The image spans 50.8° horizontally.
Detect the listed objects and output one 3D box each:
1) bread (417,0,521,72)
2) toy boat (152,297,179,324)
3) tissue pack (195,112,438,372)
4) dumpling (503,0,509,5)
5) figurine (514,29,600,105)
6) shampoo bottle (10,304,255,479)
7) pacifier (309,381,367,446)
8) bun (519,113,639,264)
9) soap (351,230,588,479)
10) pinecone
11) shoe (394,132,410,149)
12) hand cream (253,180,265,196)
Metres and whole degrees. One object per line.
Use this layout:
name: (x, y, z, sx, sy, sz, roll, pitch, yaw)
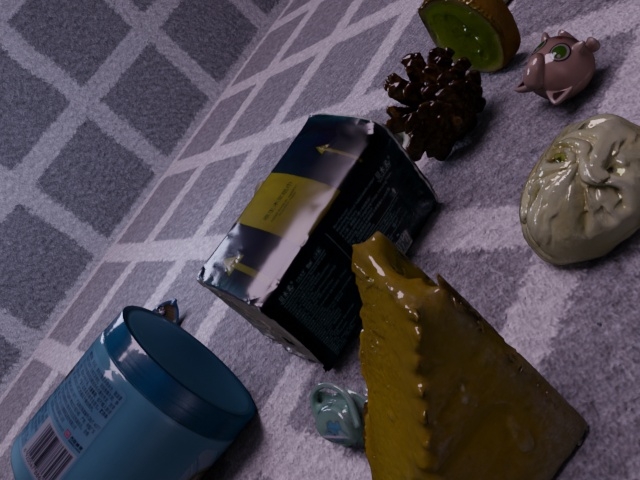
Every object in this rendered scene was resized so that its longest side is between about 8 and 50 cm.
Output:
bread: (0.324, -0.469, 1.478, 0.070, 0.236, 0.236, -51, 25, -13)
toy boat: (-0.454, 0.256, 1.865, 0.097, 0.100, 0.223, -29, 32, 53)
tissue pack: (0.000, 0.000, 1.289, 0.253, 0.264, 0.417, 15, 67, 48)
dumpling: (0.416, -0.622, 1.721, 0.332, 0.086, 0.166, -48, 28, -8)
figurine: (0.429, -0.312, 1.218, 0.138, 0.125, 0.125, -48, 25, 5)
shampoo bottle: (-0.360, 0.359, 1.305, 0.343, 0.331, 0.331, -49, 25, 0)
pacifier: (0.051, 0.261, 1.063, 0.116, 0.127, 0.150, -38, 7, -39)
bun: (0.374, -0.082, 0.969, 0.229, 0.145, 0.229, -36, 32, 27)
soap: (0.091, 0.210, 0.781, 0.304, 0.338, 0.169, -49, 24, -4)
pinecone: (0.230, -0.287, 1.397, 0.228, 0.201, 0.202, -26, -20, -18)
shoe: (0.111, -0.158, 1.525, 0.265, 0.095, 0.110, -56, 11, -19)
hand cream: (-0.164, -0.070, 1.898, 0.084, 0.084, 0.203, -24, 42, 42)
